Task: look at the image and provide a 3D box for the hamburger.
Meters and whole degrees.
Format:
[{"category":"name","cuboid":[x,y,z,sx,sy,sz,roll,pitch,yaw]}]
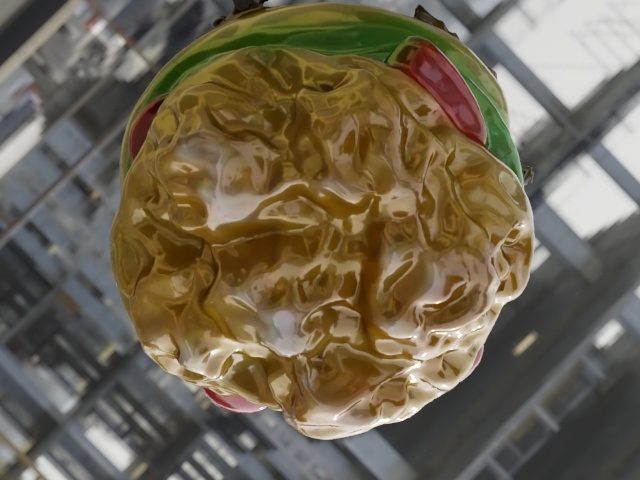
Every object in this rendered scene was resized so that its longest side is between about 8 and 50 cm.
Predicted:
[{"category":"hamburger","cuboid":[0.000,0.000,0.825,0.237,0.237,0.149,-43,-162,22]}]
